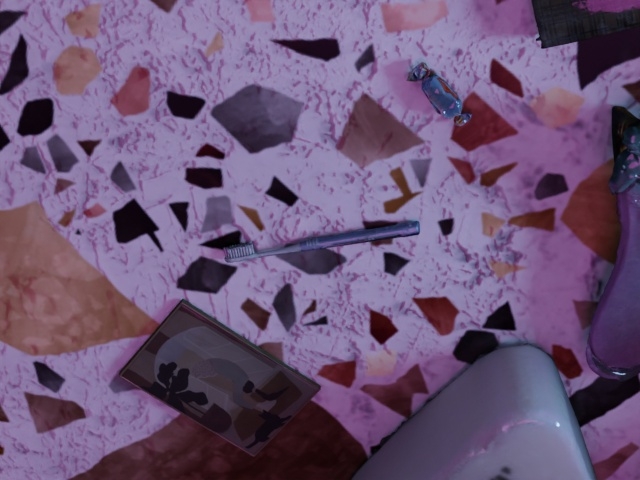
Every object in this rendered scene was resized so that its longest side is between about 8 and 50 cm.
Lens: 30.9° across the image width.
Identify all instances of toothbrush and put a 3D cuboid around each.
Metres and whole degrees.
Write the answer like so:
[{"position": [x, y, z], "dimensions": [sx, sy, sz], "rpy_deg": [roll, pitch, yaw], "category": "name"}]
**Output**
[{"position": [0.000, 0.000, 1.273], "dimensions": [0.220, 0.016, 0.019], "rpy_deg": [-8, 111, 8], "category": "toothbrush"}]

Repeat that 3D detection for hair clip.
[{"position": [0.349, 0.013, 1.240], "dimensions": [0.096, 0.110, 0.358], "rpy_deg": [20, 134, 38], "category": "hair clip"}]

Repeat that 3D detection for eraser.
[{"position": [0.208, 0.276, 1.351], "dimensions": [0.332, 0.150, 0.331], "rpy_deg": [1, 119, 1], "category": "eraser"}]

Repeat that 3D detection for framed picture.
[{"position": [-0.120, 0.167, 1.377], "dimensions": [0.201, 0.010, 0.136], "rpy_deg": [34, 116, -17], "category": "framed picture"}]

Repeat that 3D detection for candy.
[{"position": [0.120, -0.146, 1.179], "dimensions": [0.030, 0.020, 0.083], "rpy_deg": [-35, 115, 20], "category": "candy"}]

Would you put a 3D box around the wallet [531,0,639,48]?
[{"position": [0.245, -0.338, 1.050], "dimensions": [0.169, 0.044, 0.317], "rpy_deg": [-13, 118, 11], "category": "wallet"}]
